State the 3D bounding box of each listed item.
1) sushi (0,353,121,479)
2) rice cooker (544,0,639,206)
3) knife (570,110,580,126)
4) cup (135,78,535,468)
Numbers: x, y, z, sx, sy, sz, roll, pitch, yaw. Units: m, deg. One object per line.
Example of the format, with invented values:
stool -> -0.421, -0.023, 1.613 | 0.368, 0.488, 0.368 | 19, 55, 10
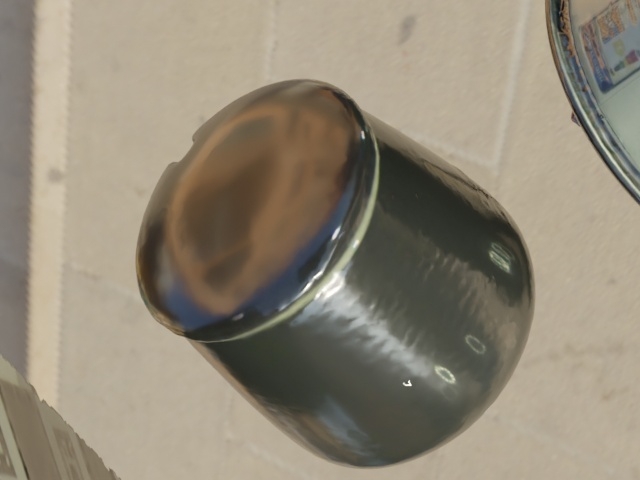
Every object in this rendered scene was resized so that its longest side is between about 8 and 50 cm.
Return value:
sushi -> -0.047, 0.210, 0.711 | 0.339, 0.068, 0.320 | 68, -179, -61
rice cooker -> 0.253, -0.110, 0.830 | 0.227, 0.241, 0.280 | -41, 71, 46
knife -> 0.244, -0.193, 1.132 | 0.247, 0.018, 0.035 | -63, 26, 6
cup -> 0.000, 0.000, 0.825 | 0.169, 0.223, 0.176 | -38, 134, 18
